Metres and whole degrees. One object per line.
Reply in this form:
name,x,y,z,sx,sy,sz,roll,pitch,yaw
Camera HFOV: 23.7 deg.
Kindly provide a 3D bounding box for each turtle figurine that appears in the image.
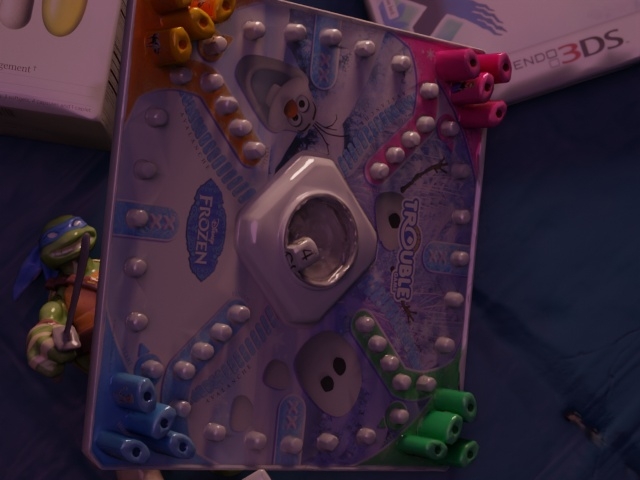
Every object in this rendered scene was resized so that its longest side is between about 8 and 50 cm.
turtle figurine,-0.141,0.093,1.296,0.275,0.198,0.266,-20,99,28

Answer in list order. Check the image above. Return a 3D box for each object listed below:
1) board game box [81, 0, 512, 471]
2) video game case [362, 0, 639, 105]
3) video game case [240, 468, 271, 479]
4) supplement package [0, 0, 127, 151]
board game box,0.000,0.000,1.276,0.390,0.050,0.389,7,87,-38
video game case,0.174,-0.298,1.446,0.300,0.036,0.329,-18,87,-2
video game case,-0.124,0.263,1.294,0.201,0.183,0.023,-32,78,-7
supplement package,-0.268,-0.203,1.375,0.194,0.149,0.203,8,82,-1
